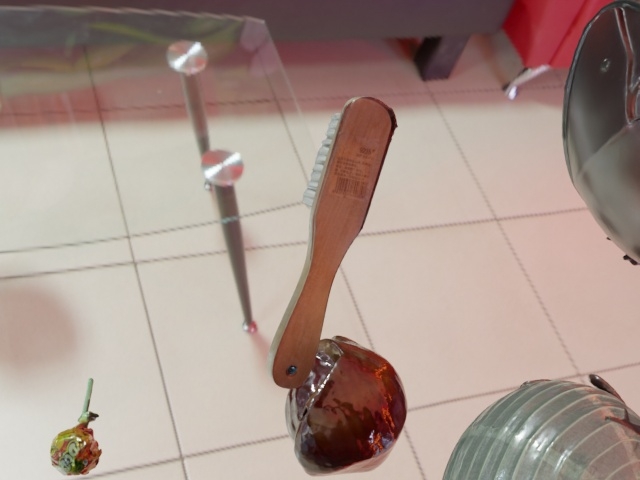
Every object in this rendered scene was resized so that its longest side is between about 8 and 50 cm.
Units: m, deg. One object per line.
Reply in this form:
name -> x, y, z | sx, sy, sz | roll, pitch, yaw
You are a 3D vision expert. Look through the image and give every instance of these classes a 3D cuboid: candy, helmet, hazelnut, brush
candy -> -0.297, 0.223, 1.086 | 0.060, 0.061, 0.201 | 8, 19, -11
helmet -> 0.266, -0.065, 0.556 | 0.189, 0.216, 0.193 | 13, 52, -28
hazelnut -> 0.030, 0.222, 1.155 | 0.160, 0.202, 0.170 | 20, 95, -10
brush -> 0.000, 0.000, 0.959 | 0.070, 0.065, 0.328 | 17, 90, -30

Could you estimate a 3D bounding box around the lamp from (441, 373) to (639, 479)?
lamp -> 0.222, 0.260, 0.842 | 0.233, 0.233, 0.265 | 8, 85, -11
